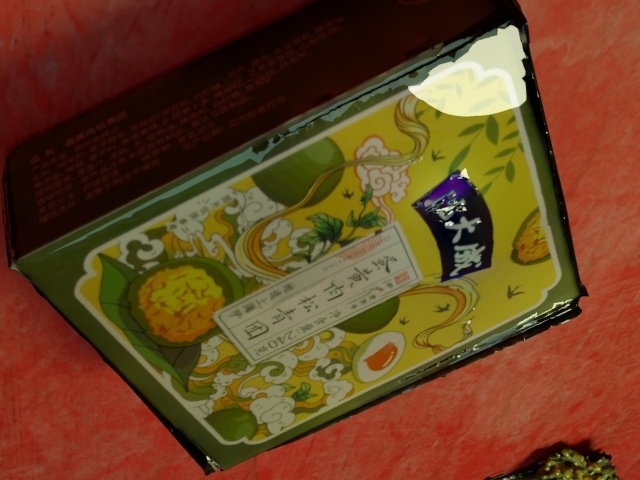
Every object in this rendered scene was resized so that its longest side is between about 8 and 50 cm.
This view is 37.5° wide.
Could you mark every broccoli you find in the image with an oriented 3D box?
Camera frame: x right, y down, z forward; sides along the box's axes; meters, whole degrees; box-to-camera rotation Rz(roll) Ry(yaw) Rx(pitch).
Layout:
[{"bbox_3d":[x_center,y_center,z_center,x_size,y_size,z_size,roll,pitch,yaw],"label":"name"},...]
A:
[{"bbox_3d":[0.397,0.475,1.582,0.272,0.180,0.242,-7,141,-19],"label":"broccoli"}]

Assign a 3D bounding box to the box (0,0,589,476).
[{"bbox_3d":[0.000,0.000,0.829,0.420,0.138,0.373,-26,136,3],"label":"box"}]
